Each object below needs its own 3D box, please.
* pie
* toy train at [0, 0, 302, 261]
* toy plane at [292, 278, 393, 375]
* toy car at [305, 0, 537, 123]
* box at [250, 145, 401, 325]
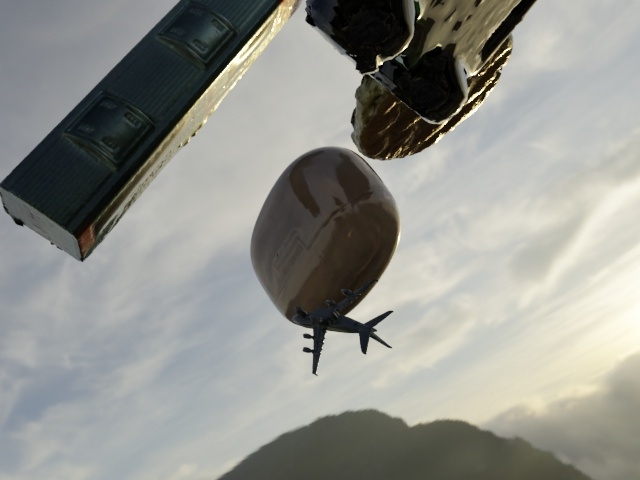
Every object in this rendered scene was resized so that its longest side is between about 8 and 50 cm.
[{"bbox_3d":[0.186,-0.259,1.187,0.339,0.083,0.339,-31,-19,-12],"label":"pie"},{"bbox_3d":[-0.139,-0.164,0.679,0.409,0.086,0.089,-56,0,-25],"label":"toy train"},{"bbox_3d":[0.009,0.054,0.450,0.078,0.084,0.024,-54,-48,-26],"label":"toy plane"},{"bbox_3d":[0.084,-0.225,0.515,0.213,0.176,0.358,-50,-19,14],"label":"toy car"},{"bbox_3d":[0.000,0.000,0.693,0.088,0.146,0.200,-20,-25,-37],"label":"box"}]
